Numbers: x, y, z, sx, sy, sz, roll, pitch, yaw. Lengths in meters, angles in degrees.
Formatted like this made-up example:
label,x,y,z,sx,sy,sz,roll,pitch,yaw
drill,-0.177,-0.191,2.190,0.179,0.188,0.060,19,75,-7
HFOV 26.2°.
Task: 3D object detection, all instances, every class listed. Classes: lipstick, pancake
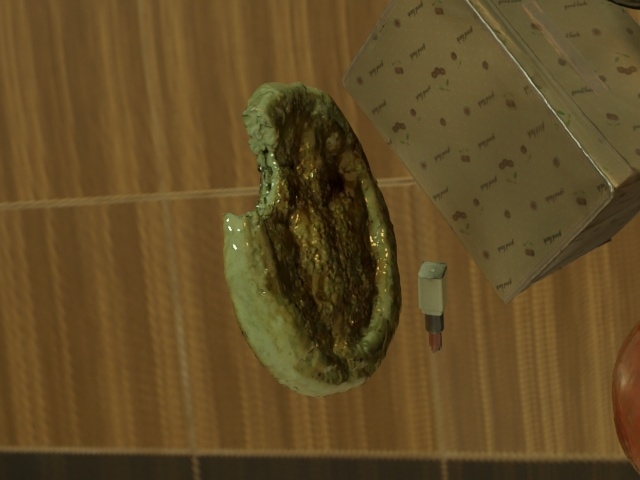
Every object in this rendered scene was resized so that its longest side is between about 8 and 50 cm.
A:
label,x,y,z,sx,sy,sz,roll,pitch,yaw
lipstick,0.110,0.069,1.330,0.025,0.025,0.107,8,130,16
pancake,0.000,0.000,1.037,0.037,0.253,0.254,-11,96,27

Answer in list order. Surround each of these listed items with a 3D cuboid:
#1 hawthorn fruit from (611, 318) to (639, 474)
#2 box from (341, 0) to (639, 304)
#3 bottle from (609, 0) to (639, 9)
label,x,y,z,sx,sy,sz,roll,pitch,yaw
hawthorn fruit,0.438,0.154,1.435,0.284,0.284,0.284,4,101,20
box,0.205,-0.132,1.371,0.297,0.190,0.225,55,144,15
bottle,0.310,-0.313,1.102,0.143,0.271,0.156,21,147,47
